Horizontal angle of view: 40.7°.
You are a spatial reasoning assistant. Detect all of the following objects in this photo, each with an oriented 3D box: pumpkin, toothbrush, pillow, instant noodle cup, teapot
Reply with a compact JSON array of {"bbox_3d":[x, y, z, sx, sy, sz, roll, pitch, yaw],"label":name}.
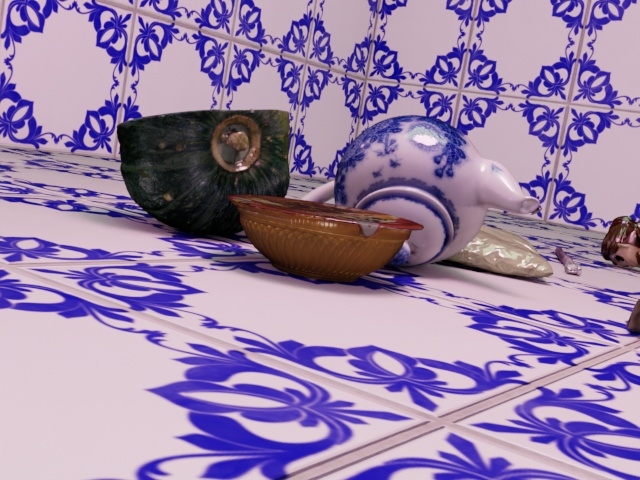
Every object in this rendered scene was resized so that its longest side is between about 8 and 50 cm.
[{"bbox_3d":[-0.184,-0.107,1.405,0.293,0.197,0.263,-7,7,-44],"label":"pumpkin"},{"bbox_3d":[0.536,0.044,1.896,0.029,0.024,0.354,2,6,9],"label":"toothbrush"},{"bbox_3d":[0.290,0.005,1.633,0.274,0.076,0.281,13,7,7],"label":"pillow"},{"bbox_3d":[0.000,0.000,1.177,0.274,0.090,0.274,9,6,-1],"label":"instant noodle cup"},{"bbox_3d":[0.138,-0.058,1.379,0.424,0.252,0.280,-8,38,22],"label":"teapot"}]

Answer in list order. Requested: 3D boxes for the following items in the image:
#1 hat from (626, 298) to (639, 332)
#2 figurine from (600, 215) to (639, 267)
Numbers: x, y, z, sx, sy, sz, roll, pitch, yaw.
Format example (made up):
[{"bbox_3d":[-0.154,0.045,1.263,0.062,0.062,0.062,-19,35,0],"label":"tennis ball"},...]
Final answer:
[{"bbox_3d":[0.490,0.096,1.106,0.175,0.085,0.147,5,7,-25],"label":"hat"},{"bbox_3d":[0.788,0.028,2.000,0.187,0.168,0.315,-6,4,-29],"label":"figurine"}]
